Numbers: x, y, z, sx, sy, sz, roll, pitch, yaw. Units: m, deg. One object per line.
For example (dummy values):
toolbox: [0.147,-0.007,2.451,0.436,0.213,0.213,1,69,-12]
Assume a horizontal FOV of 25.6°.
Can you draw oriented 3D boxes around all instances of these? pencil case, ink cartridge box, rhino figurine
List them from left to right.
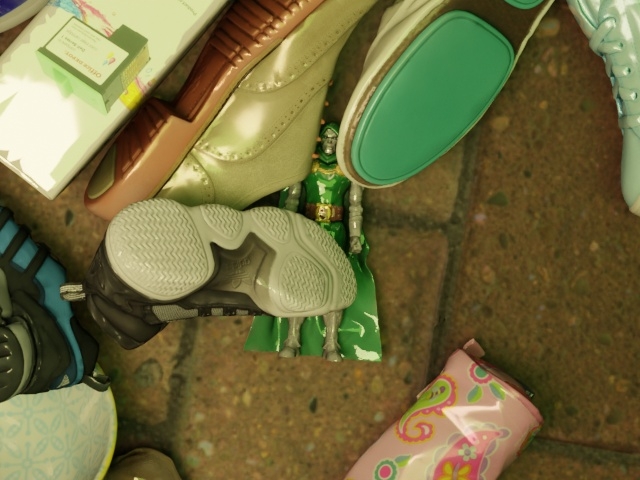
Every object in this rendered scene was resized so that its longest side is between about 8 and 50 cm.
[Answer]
ink cartridge box: [-0.190,-0.179,1.271,0.117,0.201,0.278,41,91,-8]
rhino figurine: [-0.155,0.314,1.380,0.106,0.073,0.243,-24,98,0]
pencil case: [0.093,0.233,1.376,0.124,0.124,0.284,42,89,-7]

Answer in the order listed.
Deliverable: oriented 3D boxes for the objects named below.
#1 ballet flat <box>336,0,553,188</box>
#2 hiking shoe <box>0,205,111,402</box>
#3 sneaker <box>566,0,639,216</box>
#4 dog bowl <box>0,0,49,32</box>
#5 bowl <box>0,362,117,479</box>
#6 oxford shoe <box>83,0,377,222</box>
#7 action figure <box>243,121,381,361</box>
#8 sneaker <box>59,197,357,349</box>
ballet flat: [0.139,-0.228,1.333,0.139,0.139,0.400,35,99,-7]
hiking shoe: [-0.309,0.023,1.304,0.113,0.132,0.304,-42,60,28]
sneaker: [0.300,-0.205,1.361,0.150,0.135,0.366,7,88,7]
dog bowl: [-0.332,-0.317,1.246,0.264,0.104,0.265,-3,77,15]
bowl: [-0.337,0.210,1.297,0.289,0.289,0.156,8,135,-6]
oxford shoe: [-0.044,-0.142,1.333,0.397,0.140,0.146,-45,114,9]
action figure: [0.000,0.000,1.377,0.137,0.063,0.232,4,91,-2]
sneaker: [-0.104,0.037,1.290,0.268,0.153,0.101,10,60,-38]
